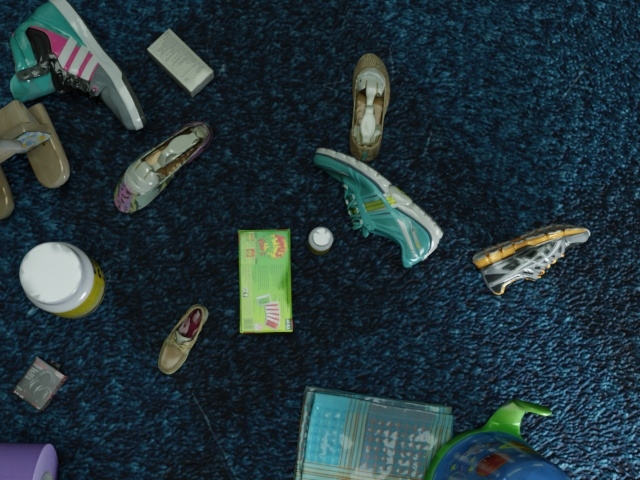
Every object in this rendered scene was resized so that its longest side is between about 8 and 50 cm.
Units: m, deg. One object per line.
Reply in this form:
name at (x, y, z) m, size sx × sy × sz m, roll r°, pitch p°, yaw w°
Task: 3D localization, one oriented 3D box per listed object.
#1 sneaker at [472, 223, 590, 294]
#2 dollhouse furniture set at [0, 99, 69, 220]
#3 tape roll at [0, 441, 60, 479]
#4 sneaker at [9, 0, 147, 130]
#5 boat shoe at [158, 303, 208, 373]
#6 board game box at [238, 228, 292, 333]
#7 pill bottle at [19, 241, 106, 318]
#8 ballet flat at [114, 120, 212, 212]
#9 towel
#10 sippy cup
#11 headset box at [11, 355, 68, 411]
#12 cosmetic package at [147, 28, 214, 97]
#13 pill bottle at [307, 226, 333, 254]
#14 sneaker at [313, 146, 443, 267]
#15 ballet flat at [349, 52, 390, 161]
sneaker at (0.381, 0.028, 1.935) m, size 0.215 × 0.084 × 0.083 m, roll -20°, pitch 96°, yaw -2°
dollhouse furniture set at (-0.649, -0.036, 1.760) m, size 0.394 × 0.362 × 0.256 m, roll -28°, pitch 82°, yaw 22°
tape roll at (-0.483, 0.460, 1.722) m, size 0.090 × 0.275 × 0.274 m, roll 3°, pitch 81°, yaw -2°
sneaker at (-0.450, -0.279, 1.908) m, size 0.178 × 0.124 × 0.295 m, roll -35°, pitch 77°, yaw -12°
boat shoe at (-0.243, 0.170, 1.893) m, size 0.050 × 0.045 × 0.135 m, roll 27°, pitch 81°, yaw 1°
board game box at (-0.098, 0.073, 1.916) m, size 0.092 × 0.043 × 0.181 m, roll -1°, pitch 82°, yaw -4°
pill bottle at (-0.432, 0.066, 1.817) m, size 0.119 × 0.208 × 0.119 m, roll 0°, pitch 82°, yaw -3°
ballet flat at (-0.282, -0.138, 1.920) m, size 0.221 × 0.079 × 0.077 m, roll -41°, pitch 86°, yaw -7°
towel at (0.083, 0.449, 1.855) m, size 0.271 × 0.040 × 0.370 m, roll 9°, pitch 81°, yaw -9°
sippy cup at (0.310, 0.432, 1.773) m, size 0.240 × 0.224 × 0.305 m, roll -21°, pitch 90°, yaw -14°
headset box at (-0.483, 0.245, 1.877) m, size 0.062 × 0.032 × 0.083 m, roll 35°, pitch 83°, yaw 3°
cosmetic package at (-0.253, -0.321, 1.968) m, size 0.060 × 0.041 × 0.115 m, roll -43°, pitch 86°, yaw -8°
pill bottle at (0.000, 0.000, 1.911) m, size 0.043 × 0.083 × 0.043 m, roll 0°, pitch 82°, yaw -3°
sneaker at (0.089, -0.064, 1.920) m, size 0.275 × 0.107 × 0.110 m, roll 41°, pitch 91°, yaw 4°
ballet flat at (0.091, -0.246, 1.961) m, size 0.073 × 0.067 × 0.206 m, roll 2°, pitch 81°, yaw -2°
